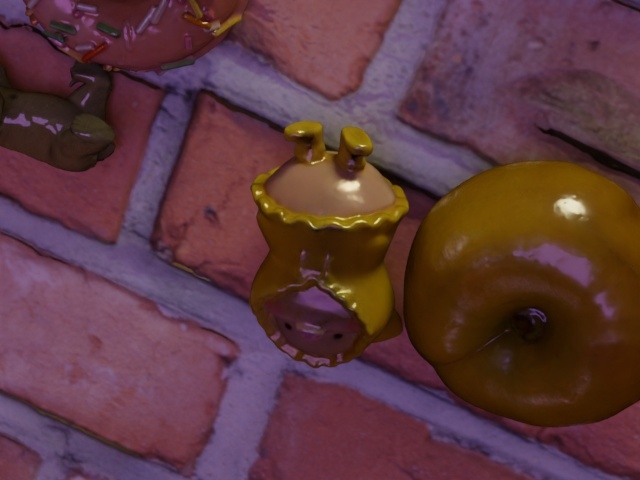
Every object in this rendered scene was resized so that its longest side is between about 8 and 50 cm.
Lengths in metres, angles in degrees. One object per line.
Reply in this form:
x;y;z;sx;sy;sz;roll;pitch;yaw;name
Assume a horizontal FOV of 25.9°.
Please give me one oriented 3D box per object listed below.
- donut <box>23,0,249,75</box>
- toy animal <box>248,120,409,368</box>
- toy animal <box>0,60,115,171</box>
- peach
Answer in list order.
-0.159;-0.243;1.225;0.199;0.085;0.233;37;116;-3;donut
0.005;0.001;1.255;0.156;0.156;0.229;11;124;10;toy animal
-0.288;-0.119;1.312;0.219;0.103;0.101;14;137;4;toy animal
0.190;0.052;1.221;0.251;0.153;0.251;14;122;24;peach
